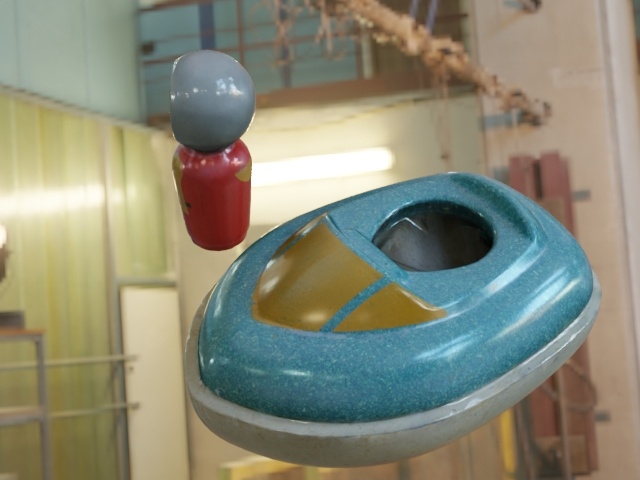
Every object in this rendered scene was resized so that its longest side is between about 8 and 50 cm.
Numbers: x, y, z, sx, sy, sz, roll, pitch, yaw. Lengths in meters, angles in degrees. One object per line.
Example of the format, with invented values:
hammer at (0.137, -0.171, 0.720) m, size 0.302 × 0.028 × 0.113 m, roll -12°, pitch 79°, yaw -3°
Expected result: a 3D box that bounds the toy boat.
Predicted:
toy boat at (0.000, 0.000, 0.799) m, size 0.267 × 0.148 × 0.318 m, roll -26°, pitch 45°, yaw -29°
